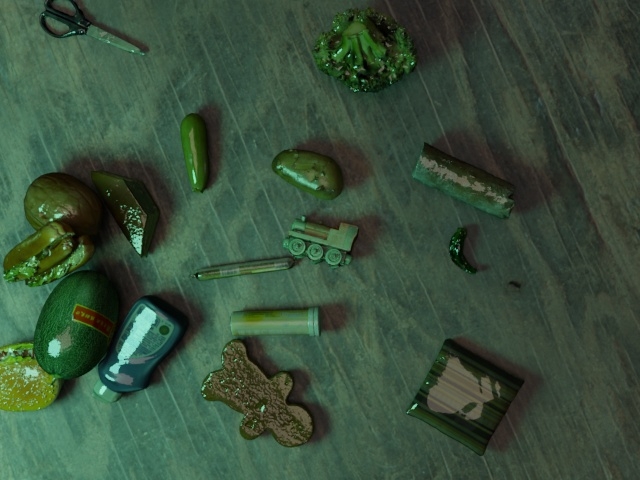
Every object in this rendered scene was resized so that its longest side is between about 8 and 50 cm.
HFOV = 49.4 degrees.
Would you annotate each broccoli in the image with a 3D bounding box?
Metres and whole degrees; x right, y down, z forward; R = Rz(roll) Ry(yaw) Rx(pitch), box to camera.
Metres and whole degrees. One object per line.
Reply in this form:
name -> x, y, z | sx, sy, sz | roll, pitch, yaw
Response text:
broccoli -> 0.109, -0.446, 1.636 | 0.176, 0.226, 0.198 | 25, 90, -38

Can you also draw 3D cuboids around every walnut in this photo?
walnut -> -0.629, -0.075, 1.707 | 0.207, 0.167, 0.167 | 35, 92, 8

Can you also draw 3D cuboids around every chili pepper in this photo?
chili pepper -> 0.338, 0.028, 1.678 | 0.055, 0.035, 0.118 | -15, 83, 22

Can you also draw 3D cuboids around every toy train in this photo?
toy train -> 0.000, 0.000, 1.695 | 0.175, 0.074, 0.119 | 16, 81, 10

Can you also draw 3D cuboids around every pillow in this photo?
pillow -> 0.344, 0.373, 1.661 | 0.208, 0.052, 0.212 | 29, 89, 8

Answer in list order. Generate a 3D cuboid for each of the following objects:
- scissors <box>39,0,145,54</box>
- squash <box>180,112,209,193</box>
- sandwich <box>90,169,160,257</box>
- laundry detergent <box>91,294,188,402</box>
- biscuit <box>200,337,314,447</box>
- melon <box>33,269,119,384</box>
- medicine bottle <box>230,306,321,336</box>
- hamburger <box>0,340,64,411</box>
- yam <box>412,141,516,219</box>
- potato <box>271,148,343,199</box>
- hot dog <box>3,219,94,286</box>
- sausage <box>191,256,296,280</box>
scissors -> -0.580, -0.537, 1.781 | 0.299, 0.022, 0.109 | 24, 95, 4
squash -> -0.311, -0.217, 1.730 | 0.066, 0.066, 0.201 | -4, 92, 5
sandwich -> -0.473, -0.085, 1.726 | 0.096, 0.094, 0.258 | -33, 88, 8
laundry detergent -> -0.458, 0.283, 1.723 | 0.143, 0.094, 0.290 | 35, 95, -2
biscuit -> -0.145, 0.392, 1.709 | 0.301, 0.049, 0.197 | 36, 97, 5
melon -> -0.588, 0.210, 1.671 | 0.182, 0.182, 0.288 | 14, 68, 5
medicine bottle -> -0.108, 0.201, 1.699 | 0.217, 0.074, 0.074 | -2, 89, 7
hamburger -> -0.744, 0.340, 1.731 | 0.210, 0.116, 0.173 | -5, 91, 5
yam -> 0.343, -0.140, 1.654 | 0.259, 0.093, 0.093 | 26, 91, 5
potato -> -0.029, -0.165, 1.692 | 0.188, 0.085, 0.105 | 20, 69, 9
hot dog -> -0.665, 0.050, 1.664 | 0.337, 0.135, 0.100 | -21, 48, 41
sausage -> -0.191, 0.071, 1.726 | 0.268, 0.033, 0.033 | -8, 88, 5
